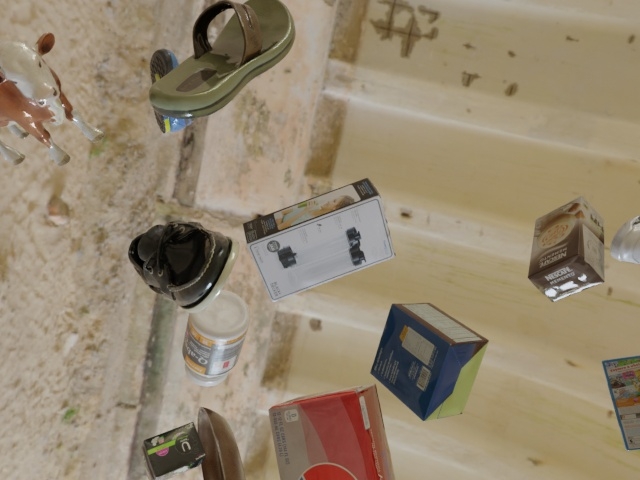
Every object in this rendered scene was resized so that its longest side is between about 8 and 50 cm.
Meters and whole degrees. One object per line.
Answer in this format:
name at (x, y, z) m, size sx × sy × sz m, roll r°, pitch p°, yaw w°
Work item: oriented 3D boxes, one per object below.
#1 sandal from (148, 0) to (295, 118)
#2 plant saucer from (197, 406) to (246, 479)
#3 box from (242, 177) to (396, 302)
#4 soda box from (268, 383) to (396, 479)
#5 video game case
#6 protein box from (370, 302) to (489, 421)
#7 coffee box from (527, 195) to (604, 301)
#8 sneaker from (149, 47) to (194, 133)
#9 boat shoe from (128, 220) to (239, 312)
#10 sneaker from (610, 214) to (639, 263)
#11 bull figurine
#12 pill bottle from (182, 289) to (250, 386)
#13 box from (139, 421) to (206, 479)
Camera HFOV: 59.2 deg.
sandal at (-0.122, -0.265, 0.749) m, size 0.303 × 0.120 × 0.086 m, roll -63°, pitch 152°, yaw -43°
plant saucer at (-0.198, 0.494, 1.157) m, size 0.310 × 0.050 × 0.311 m, roll 171°, pitch -90°, yaw -67°
box at (0.000, 0.000, 1.202) m, size 0.087 × 0.289 × 0.169 m, roll -112°, pitch -179°, yaw -56°
soda box at (0.028, 0.271, 0.509) m, size 0.083 × 0.092 × 0.264 m, roll 27°, pitch 50°, yaw -71°
video game case at (0.615, 0.301, 1.059) m, size 0.015 × 0.119 × 0.166 m, roll 44°, pitch 36°, yaw -63°
protein box at (0.252, 0.279, 1.336) m, size 0.201 × 0.135 × 0.200 m, roll 34°, pitch -66°, yaw 50°
coffee box at (0.610, 0.018, 1.391) m, size 0.141 × 0.098 × 0.247 m, roll -36°, pitch -164°, yaw 41°
sneaker at (-0.266, -0.282, 1.050) m, size 0.069 × 0.082 × 0.209 m, roll 61°, pitch -23°, yaw 18°
boat shoe at (-0.228, 0.023, 0.866) m, size 0.127 × 0.113 × 0.340 m, roll -62°, pitch -156°, yaw -8°
sneaker at (0.945, 0.020, 1.427) m, size 0.210 × 0.365 × 0.138 m, roll -124°, pitch -147°, yaw -66°
bull figurine at (-0.429, -0.195, 0.790) m, size 0.101 × 0.310 × 0.188 m, roll -60°, pitch 144°, yaw -28°
pill bottle at (-0.295, 0.277, 1.557) m, size 0.162 × 0.162 × 0.278 m, roll -79°, pitch -172°, yaw -47°
box at (-0.234, 0.336, 0.889) m, size 0.062 × 0.083 × 0.052 m, roll 59°, pitch -39°, yaw 24°
